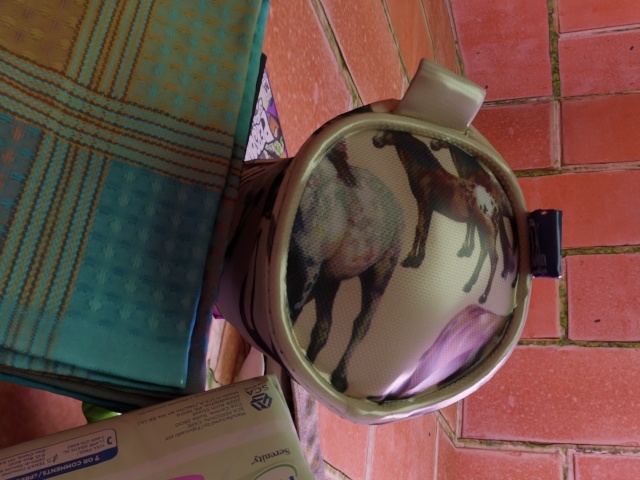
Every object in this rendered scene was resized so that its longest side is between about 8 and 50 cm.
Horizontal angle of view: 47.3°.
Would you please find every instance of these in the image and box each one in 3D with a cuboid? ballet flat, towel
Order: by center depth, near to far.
[{"bbox_3d":[-0.159,-0.113,0.396,0.272,0.040,0.369,20,62,-24],"label":"towel"},{"bbox_3d":[-0.056,0.234,0.840,0.106,0.108,0.315,14,68,-49],"label":"ballet flat"}]

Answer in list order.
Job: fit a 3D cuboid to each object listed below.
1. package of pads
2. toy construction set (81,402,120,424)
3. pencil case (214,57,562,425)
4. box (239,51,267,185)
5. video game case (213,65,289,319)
[{"bbox_3d":[-0.111,0.222,0.391,0.101,0.229,0.296,-119,-160,-48],"label":"package of pads"},{"bbox_3d":[-0.111,0.176,0.573,0.215,0.151,0.327,-40,121,-36],"label":"toy construction set"},{"bbox_3d":[0.000,0.000,0.552,0.183,0.160,0.410,-63,-165,-6],"label":"pencil case"},{"bbox_3d":[-0.137,-0.050,0.480,0.153,0.108,0.207,22,58,-20],"label":"box"},{"bbox_3d":[-0.091,-0.063,0.822,0.232,0.042,0.210,-64,147,-54],"label":"video game case"}]
